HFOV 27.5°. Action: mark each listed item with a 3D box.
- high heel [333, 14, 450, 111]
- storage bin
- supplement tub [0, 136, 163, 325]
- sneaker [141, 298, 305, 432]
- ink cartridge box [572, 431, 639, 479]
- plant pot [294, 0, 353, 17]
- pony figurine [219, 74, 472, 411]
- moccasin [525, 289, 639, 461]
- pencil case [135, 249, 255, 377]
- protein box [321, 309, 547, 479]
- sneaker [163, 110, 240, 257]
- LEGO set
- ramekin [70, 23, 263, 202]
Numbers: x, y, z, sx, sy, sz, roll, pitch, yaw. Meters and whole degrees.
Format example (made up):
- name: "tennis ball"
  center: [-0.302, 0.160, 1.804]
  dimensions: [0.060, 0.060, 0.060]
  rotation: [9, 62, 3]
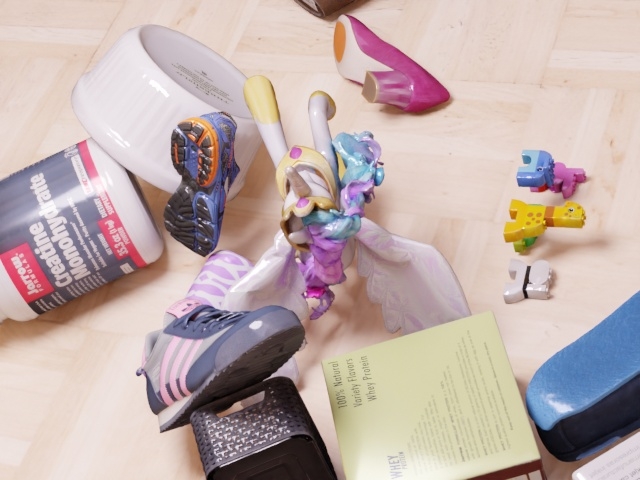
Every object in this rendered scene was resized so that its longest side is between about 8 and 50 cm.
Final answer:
- name: "high heel"
  center: [0.098, -0.263, 1.914]
  dimensions: [0.117, 0.082, 0.244]
  rotation: [2, 28, -20]
- name: "storage bin"
  center: [-0.057, 0.246, 1.450]
  dimensions: [0.122, 0.180, 0.084]
  rotation: [-23, 47, 0]
- name: "supplement tub"
  center: [-0.367, -0.008, 1.766]
  dimensions: [0.272, 0.191, 0.191]
  rotation: [-26, 48, -3]
- name: "sneaker"
  center: [-0.127, 0.113, 1.447]
  dimensions: [0.112, 0.319, 0.131]
  rotation: [-13, 74, -34]
- name: "ink cartridge box"
  center: [0.416, 0.306, 1.272]
  dimensions: [0.211, 0.121, 0.289]
  rotation: [-30, 49, -6]
- name: "plant pot"
  center: [0.039, -0.464, 2.017]
  dimensions: [0.215, 0.215, 0.230]
  rotation: [36, 83, 38]
- name: "pony figurine"
  center: [0.000, 0.000, 1.570]
  dimensions: [0.303, 0.351, 0.363]
  rotation: [-15, 29, 2]
- name: "moccasin"
  center: [0.375, 0.124, 1.447]
  dimensions: [0.342, 0.117, 0.137]
  rotation: [-25, 39, -7]
- name: "pencil case"
  center: [-0.149, 0.110, 1.668]
  dimensions: [0.086, 0.088, 0.206]
  rotation: [32, 61, -4]
- name: "protein box"
  center: [0.128, 0.217, 1.440]
  dimensions: [0.201, 0.136, 0.199]
  rotation: [-17, 49, 5]
- name: "sneaker"
  center: [-0.140, -0.070, 1.668]
  dimensions: [0.083, 0.221, 0.087]
  rotation: [31, 44, 20]
- name: "LEGO set"
  center: [0.289, -0.034, 1.628]
  dimensions: [0.093, 0.087, 0.227]
  rotation: [3, 54, 22]
- name: "ramekin"
  center: [-0.192, -0.182, 1.785]
  dimensions: [0.127, 0.273, 0.273]
  rotation: [-53, 44, 21]
